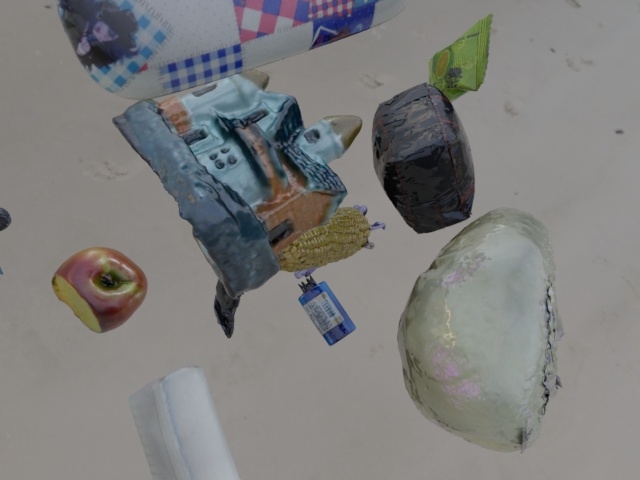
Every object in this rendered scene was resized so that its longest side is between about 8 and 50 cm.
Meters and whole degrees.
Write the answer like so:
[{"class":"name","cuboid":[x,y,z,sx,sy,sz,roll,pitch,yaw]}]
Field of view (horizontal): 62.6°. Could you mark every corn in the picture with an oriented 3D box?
[{"class":"corn","cuboid":[0.000,0.000,0.924,0.106,0.106,0.293,53,31,12]}]

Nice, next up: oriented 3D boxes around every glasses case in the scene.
[{"class":"glasses case","cuboid":[-0.050,-0.218,0.447,0.327,0.125,0.076,-25,35,-20]}]

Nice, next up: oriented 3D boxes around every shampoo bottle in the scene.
[{"class":"shampoo bottle","cuboid":[0.007,0.175,1.357,0.087,0.050,0.183,-35,84,0]}]

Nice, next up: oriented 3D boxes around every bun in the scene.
[{"class":"bun","cuboid":[0.179,0.093,0.585,0.168,0.273,0.273,7,45,26]}]

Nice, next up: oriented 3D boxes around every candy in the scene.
[{"class":"candy","cuboid":[-0.343,0.514,1.342,0.145,0.208,0.359,-14,80,-46]},{"class":"candy","cuboid":[0.254,-0.324,1.015,0.069,0.246,0.149,6,83,-17]}]

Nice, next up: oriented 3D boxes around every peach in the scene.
[{"class":"peach","cuboid":[-0.649,0.149,1.558,0.245,0.274,0.249,-7,80,-47]}]

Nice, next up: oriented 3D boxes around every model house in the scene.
[{"class":"model house","cuboid":[-0.074,-0.114,0.685,0.291,0.185,0.253,-31,54,-14]}]

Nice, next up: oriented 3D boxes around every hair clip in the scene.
[{"class":"hair clip","cuboid":[0.035,-0.002,1.401,0.278,0.137,0.090,-32,99,-5]}]

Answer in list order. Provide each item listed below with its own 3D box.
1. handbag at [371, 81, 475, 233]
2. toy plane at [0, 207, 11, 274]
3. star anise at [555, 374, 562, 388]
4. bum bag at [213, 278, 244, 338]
[{"class":"handbag","cuboid":[0.168,-0.133,0.866,0.216,0.155,0.169,-90,154,-49]},{"class":"toy plane","cuboid":[-0.521,-0.065,0.756,0.105,0.271,0.254,-24,63,-30]},{"class":"star anise","cuboid":[0.488,0.309,1.211,0.140,0.141,0.042,17,76,-17]},{"class":"bum bag","cuboid":[-0.281,0.151,1.644,0.074,0.310,0.137,3,19,-35]}]
